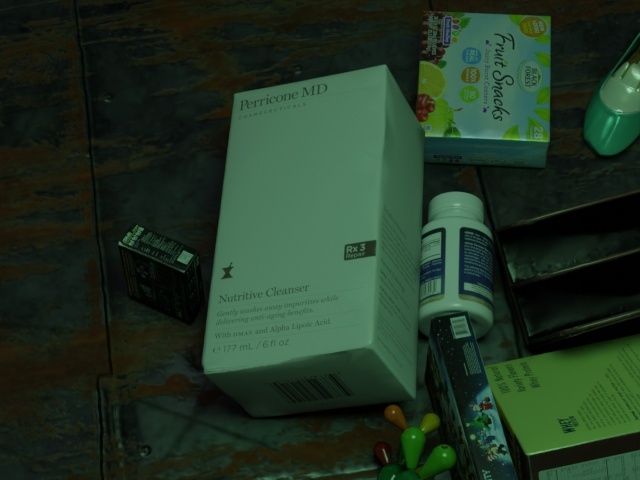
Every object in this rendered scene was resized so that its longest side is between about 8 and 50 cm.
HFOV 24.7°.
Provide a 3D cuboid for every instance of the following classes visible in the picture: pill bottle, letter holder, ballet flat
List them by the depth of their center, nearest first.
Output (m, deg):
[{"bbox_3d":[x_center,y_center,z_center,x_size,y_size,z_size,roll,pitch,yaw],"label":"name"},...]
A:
[{"bbox_3d":[0.380,0.010,1.681,0.301,0.214,0.152,-15,85,-6],"label":"letter holder"},{"bbox_3d":[0.163,0.030,1.772,0.094,0.094,0.169,2,60,4],"label":"pill bottle"},{"bbox_3d":[0.418,-0.221,1.914,0.083,0.087,0.247,29,65,18],"label":"ballet flat"}]

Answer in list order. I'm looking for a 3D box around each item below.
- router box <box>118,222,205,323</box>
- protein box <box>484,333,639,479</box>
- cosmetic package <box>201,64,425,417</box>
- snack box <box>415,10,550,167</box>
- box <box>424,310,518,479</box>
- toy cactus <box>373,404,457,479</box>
[{"bbox_3d":[-0.191,0.041,1.765,0.092,0.122,0.038,22,58,14],"label":"router box"},{"bbox_3d":[0.298,0.218,1.581,0.201,0.136,0.200,-11,23,-4],"label":"protein box"},{"bbox_3d":[0.000,0.000,1.732,0.217,0.156,0.385,-10,58,20],"label":"cosmetic package"},{"bbox_3d":[0.214,-0.200,1.920,0.174,0.070,0.207,4,61,5],"label":"snack box"},{"bbox_3d":[0.167,0.218,1.623,0.044,0.159,0.233,-10,59,-6],"label":"box"},{"bbox_3d":[0.072,0.282,1.601,0.180,0.112,0.219,-43,20,14],"label":"toy cactus"}]
